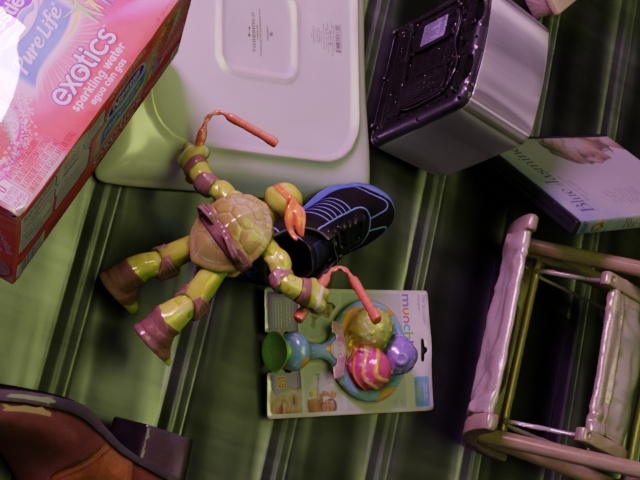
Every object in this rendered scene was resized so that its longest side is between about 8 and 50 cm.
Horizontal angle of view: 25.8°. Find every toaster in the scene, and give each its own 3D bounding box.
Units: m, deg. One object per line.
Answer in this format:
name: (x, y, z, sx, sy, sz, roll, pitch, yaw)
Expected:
toaster: (0.158, -0.182, 1.551, 0.110, 0.185, 0.168, 28, 60, -28)

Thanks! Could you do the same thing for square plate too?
square plate: (-0.076, -0.218, 1.469, 0.344, 0.049, 0.347, 5, 81, -36)

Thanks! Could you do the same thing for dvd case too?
dvd case: (0.322, -0.072, 1.677, 0.253, 0.180, 0.022, -6, 129, -41)

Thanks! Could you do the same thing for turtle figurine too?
turtle figurine: (-0.086, 0.017, 1.318, 0.217, 0.087, 0.269, -38, 76, -1)

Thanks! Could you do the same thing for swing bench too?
swing bench: (0.297, 0.139, 1.616, 0.254, 0.165, 0.253, 18, 72, -6)

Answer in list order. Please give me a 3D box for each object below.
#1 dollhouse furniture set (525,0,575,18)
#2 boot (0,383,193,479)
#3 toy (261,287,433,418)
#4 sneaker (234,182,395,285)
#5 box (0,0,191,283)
dollhouse furniture set: (0.304, -0.398, 1.749, 0.161, 0.101, 0.182, -40, 107, -34)
boot: (-0.262, 0.279, 1.251, 0.264, 0.096, 0.281, 26, 75, -39)
toy: (0.046, 0.119, 1.505, 0.237, 0.056, 0.137, 2, 83, -37)
sneaker: (0.000, 0.000, 1.454, 0.232, 0.090, 0.081, -18, 118, -34)
box: (-0.247, -0.136, 1.236, 0.142, 0.154, 0.300, 31, 64, 0)
